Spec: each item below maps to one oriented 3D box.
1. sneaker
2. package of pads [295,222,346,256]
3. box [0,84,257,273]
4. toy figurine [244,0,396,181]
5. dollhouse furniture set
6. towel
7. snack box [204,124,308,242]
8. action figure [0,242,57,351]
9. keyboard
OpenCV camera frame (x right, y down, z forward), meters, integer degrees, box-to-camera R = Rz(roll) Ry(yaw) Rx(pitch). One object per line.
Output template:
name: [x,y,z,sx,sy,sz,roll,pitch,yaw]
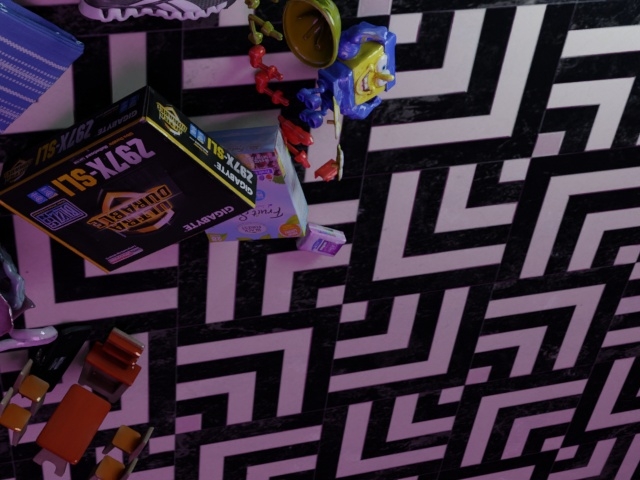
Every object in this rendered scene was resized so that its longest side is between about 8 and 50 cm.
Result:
sneaker: [-0.224,-0.368,1.563,0.234,0.078,0.106,-6,137,-14]
package of pads: [0.000,0.000,2.050,0.083,0.032,0.050,14,128,-32]
box: [-0.303,-0.085,1.738,0.322,0.079,0.257,-22,137,28]
toy figurine: [0.029,-0.294,1.735,0.217,0.191,0.362,-39,145,-25]
dollhouse furniture set: [-0.419,0.291,1.996,0.262,0.259,0.135,31,130,-6]
towel: [-0.527,-0.217,1.588,0.336,0.040,0.243,-39,151,17]
snack box: [-0.127,-0.090,1.843,0.175,0.070,0.207,-4,140,15]
action figure: [-0.631,0.154,1.754,0.370,0.275,0.248,-37,174,-11]
keyboard: [-0.506,0.218,2.068,0.100,0.038,0.192,-4,138,-52]
